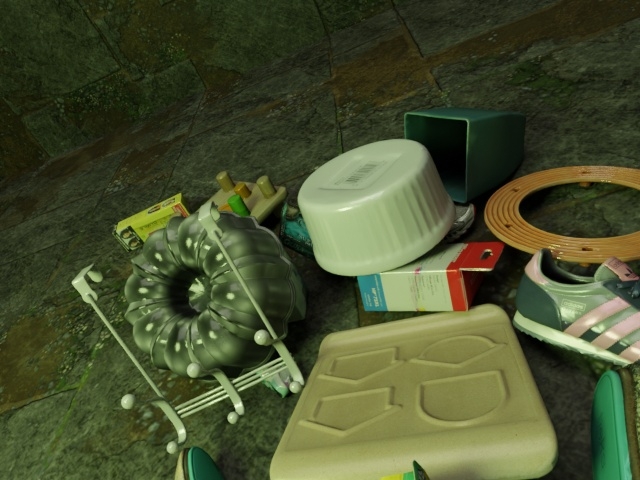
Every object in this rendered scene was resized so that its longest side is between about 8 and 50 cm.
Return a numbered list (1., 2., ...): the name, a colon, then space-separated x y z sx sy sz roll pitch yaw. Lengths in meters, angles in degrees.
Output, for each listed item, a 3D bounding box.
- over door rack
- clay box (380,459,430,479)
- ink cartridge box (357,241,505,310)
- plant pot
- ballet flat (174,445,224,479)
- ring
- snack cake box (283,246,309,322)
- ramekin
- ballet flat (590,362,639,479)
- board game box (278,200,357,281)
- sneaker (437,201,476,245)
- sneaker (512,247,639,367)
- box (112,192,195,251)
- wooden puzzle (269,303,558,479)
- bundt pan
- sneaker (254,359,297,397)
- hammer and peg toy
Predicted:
1. over door rack: -0.200 0.140 0.765 0.240 0.324 0.108 -26 7 4
2. clay box: 0.111 0.330 0.509 0.053 0.222 0.127 -19 35 14
3. ink cartridge box: 0.198 0.062 0.885 0.231 0.078 0.134 -4 17 31
4. plant pot: 0.323 -0.203 1.084 0.234 0.165 0.166 -20 27 -31
5. ballet flat: -0.159 0.418 0.691 0.106 0.107 0.316 -44 36 -7
6. ring: 0.460 -0.049 0.879 0.337 0.032 0.336 -10 29 5
7. snack cake box: -0.175 0.109 1.052 0.265 0.152 0.089 -14 36 18
8. ramekin: 0.094 -0.072 0.931 0.277 0.135 0.277 -19 29 11
9. ballet flat: 0.320 0.330 0.449 0.182 0.164 0.482 18 50 21
10. board game box: 0.000 0.000 1.059 0.026 0.186 0.126 -50 23 31
11. sneaker: 0.202 -0.038 1.037 0.225 0.092 0.088 -14 36 17
12. sneaker: 0.413 0.094 0.666 0.319 0.131 0.112 13 14 41
13. box: -0.504 -0.054 1.547 0.232 0.087 0.058 -24 37 4
14. wooden puzzle: 0.126 0.220 0.708 0.322 0.080 0.348 -14 15 15
15. bundt pan: -0.217 0.093 0.915 0.331 0.124 0.330 -4 79 21
16. sneaker: -0.072 0.237 0.923 0.069 0.038 0.098 -39 40 -24
17. hammer and peg toy: -0.281 -0.034 1.329 0.266 0.127 0.361 13 52 44
